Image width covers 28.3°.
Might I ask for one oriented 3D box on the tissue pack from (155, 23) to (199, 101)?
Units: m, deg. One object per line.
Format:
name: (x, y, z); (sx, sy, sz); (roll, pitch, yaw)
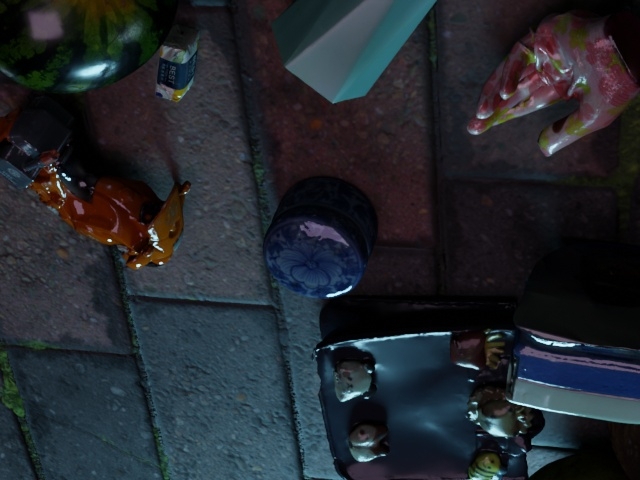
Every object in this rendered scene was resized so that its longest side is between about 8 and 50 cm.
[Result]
tissue pack: (-0.187, -0.232, 1.665); (0.042, 0.062, 0.083); (18, 129, 8)

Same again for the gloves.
gloves: (0.282, -0.193, 1.537); (0.145, 0.126, 0.241); (28, 156, -33)

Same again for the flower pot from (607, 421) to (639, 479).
flower pot: (0.528, 0.304, 1.753); (0.267, 0.267, 0.266); (7, 129, 9)

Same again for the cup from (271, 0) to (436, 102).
cup: (0.067, -0.287, 1.510); (0.148, 0.134, 0.236); (36, 126, -17)

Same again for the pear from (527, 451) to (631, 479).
pear: (0.403, 0.418, 1.910); (0.188, 0.211, 0.228); (65, 162, -11)

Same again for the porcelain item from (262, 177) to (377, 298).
porcelain item: (0.000, 0.000, 1.760); (0.147, 0.114, 0.147); (7, 127, 10)

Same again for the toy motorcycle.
toy motorcycle: (-0.314, -0.069, 1.781); (0.326, 0.148, 0.221); (41, 149, -24)

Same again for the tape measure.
tape measure: (0.379, 0.120, 1.657); (0.259, 0.262, 0.138); (10, 122, 8)

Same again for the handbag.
handbag: (0.163, 0.230, 1.893); (0.329, 0.122, 0.303); (-1, 126, 14)

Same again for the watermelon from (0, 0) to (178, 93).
watermelon: (-0.297, -0.309, 1.515); (0.269, 0.269, 0.269); (8, 128, 10)
